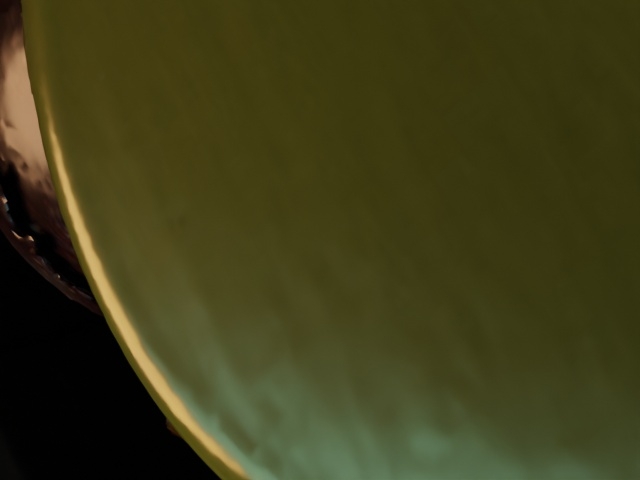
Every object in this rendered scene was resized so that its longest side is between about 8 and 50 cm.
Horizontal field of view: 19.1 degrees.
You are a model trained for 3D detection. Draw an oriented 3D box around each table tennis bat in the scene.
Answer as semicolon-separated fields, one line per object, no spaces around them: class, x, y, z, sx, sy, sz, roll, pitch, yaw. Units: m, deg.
table tennis bat;0.009;-0.107;0.356;0.224;0.054;0.369;-36;68;26

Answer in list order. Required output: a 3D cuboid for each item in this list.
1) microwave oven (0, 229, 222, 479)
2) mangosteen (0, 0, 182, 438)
microwave oven;-0.107;0.154;0.713;0.355;0.218;0.286;59;144;21
mangosteen;-0.002;-0.034;0.468;0.180;0.166;0.166;51;157;15
